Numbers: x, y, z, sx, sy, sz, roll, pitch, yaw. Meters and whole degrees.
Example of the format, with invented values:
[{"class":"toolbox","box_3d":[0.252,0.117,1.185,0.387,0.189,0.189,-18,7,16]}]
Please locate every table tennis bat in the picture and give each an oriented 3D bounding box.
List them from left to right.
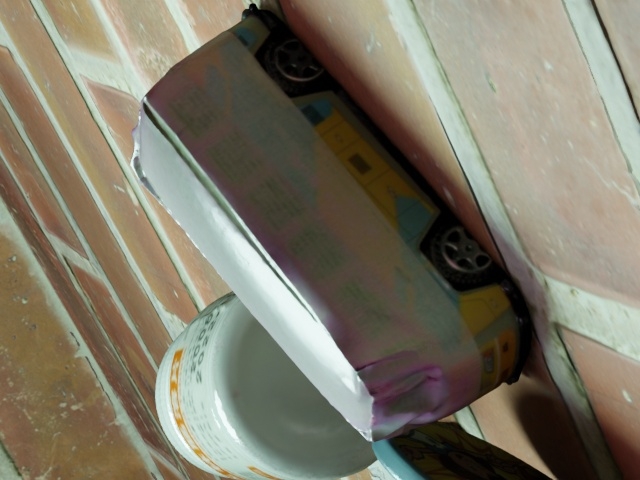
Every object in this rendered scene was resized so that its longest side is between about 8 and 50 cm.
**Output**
[{"class":"table tennis bat","box_3d":[0.186,0.240,1.521,0.329,0.044,0.215,32,-169,17]}]

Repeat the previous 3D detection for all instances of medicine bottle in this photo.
[{"class":"medicine bottle","box_3d":[-0.048,0.148,1.861,0.211,0.211,0.371,56,163,-1]}]

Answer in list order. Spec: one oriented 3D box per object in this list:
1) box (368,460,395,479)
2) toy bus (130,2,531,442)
[{"class":"box","box_3d":[0.120,0.260,1.903,0.142,0.044,0.285,55,163,-5]},{"class":"toy bus","box_3d":[0.000,0.000,1.530,0.386,0.162,0.171,49,161,20]}]
